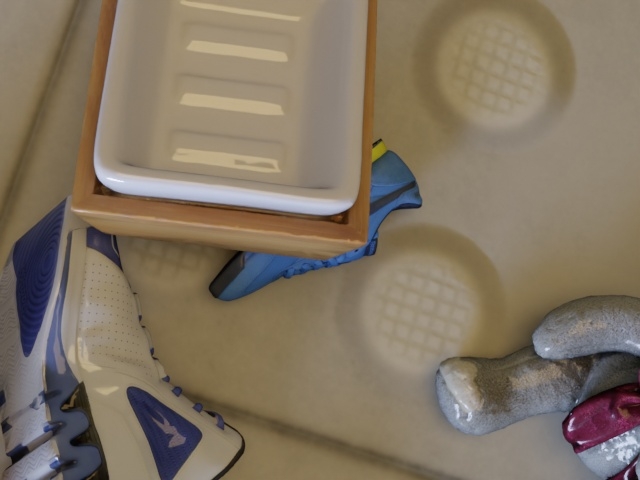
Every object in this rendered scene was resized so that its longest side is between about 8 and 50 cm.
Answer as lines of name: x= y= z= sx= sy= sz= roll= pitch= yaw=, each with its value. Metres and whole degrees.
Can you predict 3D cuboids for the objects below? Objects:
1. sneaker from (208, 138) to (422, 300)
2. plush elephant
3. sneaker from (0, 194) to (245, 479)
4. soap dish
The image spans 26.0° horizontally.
sneaker: x=0.000 y=0.000 z=1.216 sx=0.209 sy=0.069 sz=0.082 roll=-37 pitch=96 yaw=-13
plush elephant: x=0.314 y=0.156 z=1.167 sx=0.330 sy=0.255 sz=0.272 roll=-26 pitch=89 yaw=-14
sneaker: x=-0.166 y=0.135 z=1.147 sx=0.182 sy=0.127 sz=0.316 roll=13 pitch=60 yaw=-38
soap dish: x=-0.072 y=-0.122 z=1.141 sx=0.228 sy=0.118 sz=0.291 roll=6 pitch=60 yaw=-6
